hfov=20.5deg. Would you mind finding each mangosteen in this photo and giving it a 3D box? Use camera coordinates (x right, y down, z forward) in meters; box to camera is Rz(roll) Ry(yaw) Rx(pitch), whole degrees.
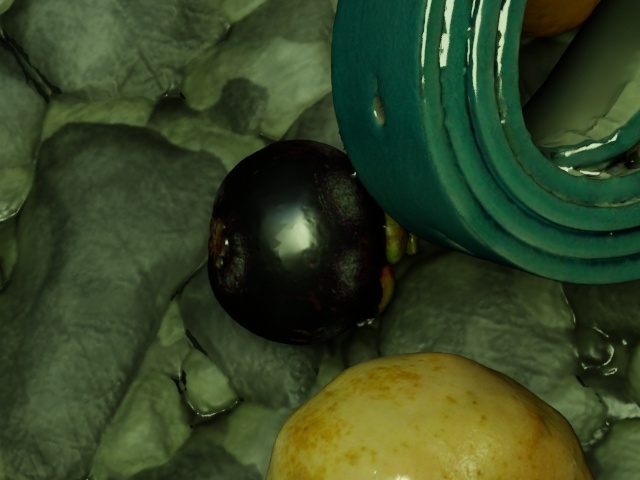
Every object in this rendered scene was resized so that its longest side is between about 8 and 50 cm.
[{"bbox_3d":[0.000,0.000,1.186,0.151,0.137,0.137,-4,61,-27],"label":"mangosteen"}]

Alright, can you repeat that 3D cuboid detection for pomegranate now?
[{"bbox_3d":[0.063,0.165,1.048,0.207,0.207,0.207,-5,66,12],"label":"pomegranate"}]

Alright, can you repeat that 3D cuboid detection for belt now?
[{"bbox_3d":[0.199,-0.177,1.096,0.436,0.300,0.173,-53,25,-11],"label":"belt"}]

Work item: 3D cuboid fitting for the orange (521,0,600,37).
[{"bbox_3d":[0.147,-0.206,1.235,0.136,0.117,0.135,-2,83,12],"label":"orange"}]
